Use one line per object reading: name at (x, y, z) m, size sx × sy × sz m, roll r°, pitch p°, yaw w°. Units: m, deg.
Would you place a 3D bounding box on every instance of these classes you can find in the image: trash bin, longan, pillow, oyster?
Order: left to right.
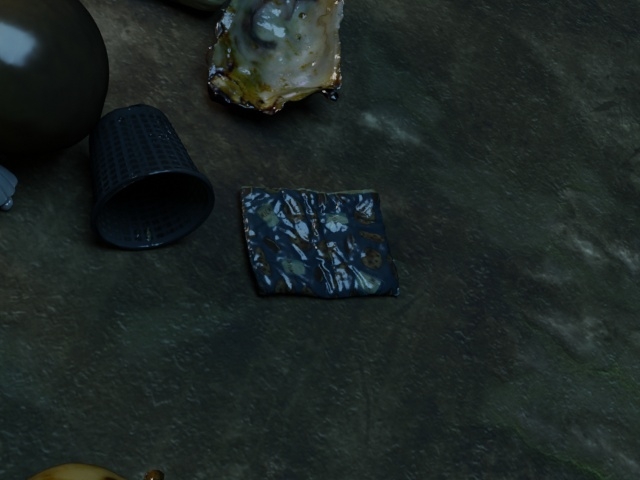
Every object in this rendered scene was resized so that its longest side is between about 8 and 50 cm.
longan at (-0.423, -0.248, 1.439) m, size 0.300 × 0.300 × 0.243 m, roll 28°, pitch 91°, yaw -11°
trash bin at (-0.256, -0.098, 1.515) m, size 0.175 × 0.175 × 0.161 m, roll -4°, pitch 53°, yaw -29°
oyster at (-0.078, -0.350, 1.788) m, size 0.221 × 0.096 × 0.361 m, roll 12°, pitch 58°, yaw -16°
pillow at (-0.001, 0.001, 1.662) m, size 0.255 × 0.034 × 0.189 m, roll 2°, pitch 64°, yaw -28°

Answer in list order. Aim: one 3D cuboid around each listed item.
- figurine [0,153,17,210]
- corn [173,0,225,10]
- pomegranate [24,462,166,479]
figurine at (-0.461, -0.078, 1.450) m, size 0.094 × 0.082 × 0.086 m, roll -15°, pitch 87°, yaw -22°
corn at (-0.277, -0.476, 1.736) m, size 0.305 × 0.123 × 0.122 m, roll 21°, pitch 47°, yaw -14°
pomegranate at (-0.260, 0.385, 1.152) m, size 0.307 × 0.307 × 0.307 m, roll 13°, pitch 57°, yaw -21°
